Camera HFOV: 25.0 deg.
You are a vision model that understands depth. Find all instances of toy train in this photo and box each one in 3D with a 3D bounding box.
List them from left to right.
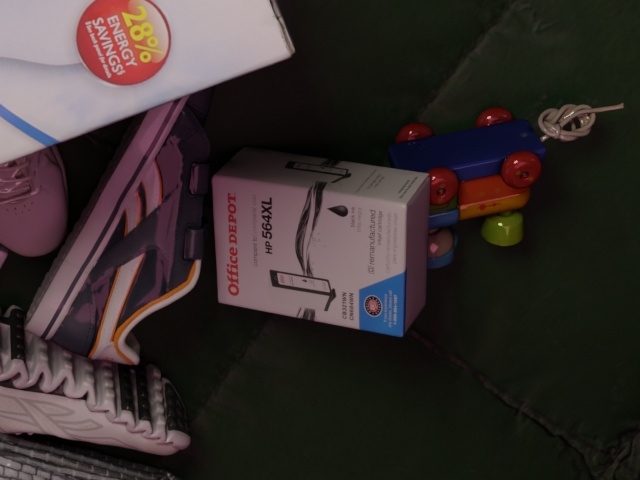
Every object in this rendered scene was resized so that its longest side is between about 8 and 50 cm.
[{"bbox_3d":[0.198,-0.057,1.505,0.248,0.105,0.143,-11,129,-8],"label":"toy train"}]

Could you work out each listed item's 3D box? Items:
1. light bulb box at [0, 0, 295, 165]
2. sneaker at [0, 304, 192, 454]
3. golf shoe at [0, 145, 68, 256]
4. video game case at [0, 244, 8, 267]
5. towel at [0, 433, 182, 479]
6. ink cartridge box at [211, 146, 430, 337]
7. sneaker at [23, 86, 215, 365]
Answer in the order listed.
[{"bbox_3d":[-0.245,-0.254,1.077,0.361,0.225,0.358,-21,108,4],"label":"light bulb box"},{"bbox_3d":[-0.270,0.160,1.502,0.292,0.110,0.118,27,120,-24],"label":"sneaker"},{"bbox_3d":[-0.313,-0.096,1.334,0.115,0.140,0.306,-21,123,-3],"label":"golf shoe"},{"bbox_3d":[-0.413,0.045,1.451,0.143,0.019,0.157,25,109,-23],"label":"video game case"},{"bbox_3d":[-0.300,0.337,1.574,0.283,0.121,0.235,20,112,-24],"label":"towel"},{"bbox_3d":[0.000,0.000,1.435,0.203,0.086,0.148,8,118,19],"label":"ink cartridge box"},{"bbox_3d":[-0.159,-0.029,1.394,0.127,0.126,0.321,27,99,-12],"label":"sneaker"}]
